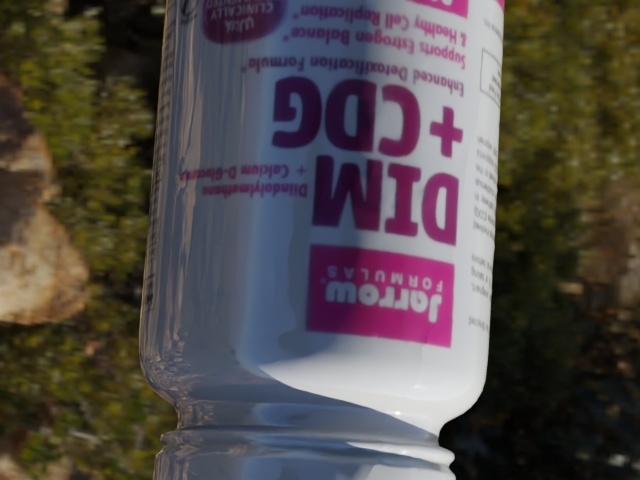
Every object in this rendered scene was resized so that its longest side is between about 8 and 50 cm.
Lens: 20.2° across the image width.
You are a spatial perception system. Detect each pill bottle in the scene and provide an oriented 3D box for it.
[{"bbox_3d":[0.000,0.000,0.827,0.160,0.160,0.283,12,76,-41],"label":"pill bottle"}]
